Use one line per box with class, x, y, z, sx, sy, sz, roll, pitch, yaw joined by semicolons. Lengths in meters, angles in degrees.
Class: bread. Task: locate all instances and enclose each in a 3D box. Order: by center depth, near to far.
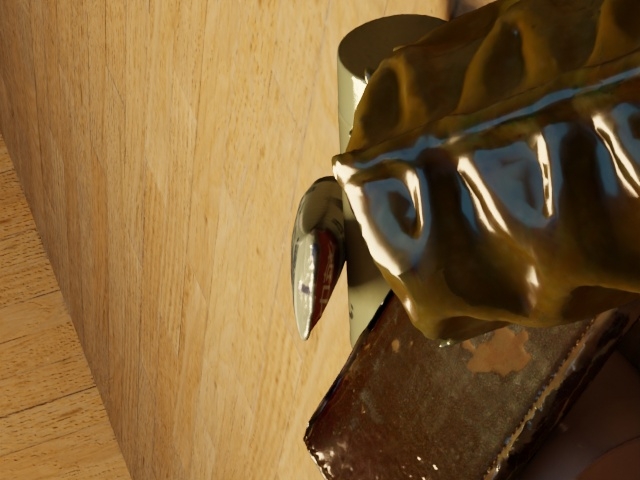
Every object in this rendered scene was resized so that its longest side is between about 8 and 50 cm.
bread;0.119;-0.043;0.442;0.269;0.087;0.098;-19;47;44

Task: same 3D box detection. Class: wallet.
wallet;0.076;0.036;0.707;0.232;0.031;0.122;-59;39;20

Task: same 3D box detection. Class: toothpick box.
toothpick box;0.105;0.082;0.758;0.149;0.098;0.098;-129;26;-50

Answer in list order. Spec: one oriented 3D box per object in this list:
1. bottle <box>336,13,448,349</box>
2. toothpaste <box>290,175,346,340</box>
bottle;0.047;-0.020;0.894;0.072;0.072;0.202;-125;23;-46
toothpaste;0.000;0.000;0.978;0.239;0.039;0.062;-74;-9;-77
